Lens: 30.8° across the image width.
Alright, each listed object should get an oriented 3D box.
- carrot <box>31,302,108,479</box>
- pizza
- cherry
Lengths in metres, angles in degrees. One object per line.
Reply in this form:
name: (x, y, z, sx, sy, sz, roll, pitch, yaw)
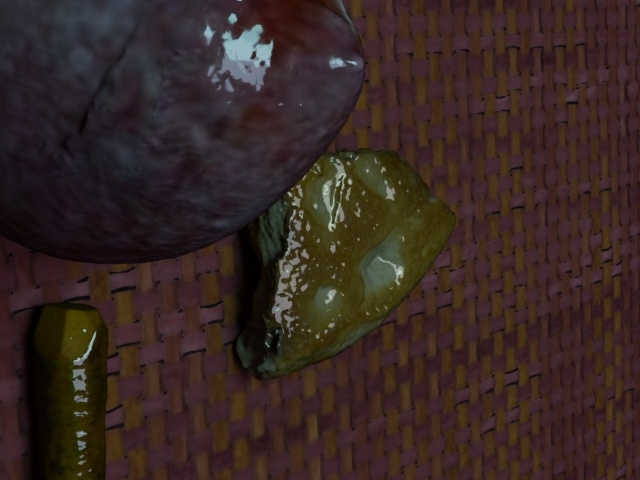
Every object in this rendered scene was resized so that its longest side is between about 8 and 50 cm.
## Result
carrot: (-0.136, 0.119, 0.631, 0.042, 0.042, 0.171, -5, 101, -43)
pizza: (0.000, 0.000, 0.739, 0.182, 0.062, 0.161, -47, 131, -24)
cherry: (-0.081, -0.083, 0.518, 0.175, 0.249, 0.192, 37, 71, -49)
